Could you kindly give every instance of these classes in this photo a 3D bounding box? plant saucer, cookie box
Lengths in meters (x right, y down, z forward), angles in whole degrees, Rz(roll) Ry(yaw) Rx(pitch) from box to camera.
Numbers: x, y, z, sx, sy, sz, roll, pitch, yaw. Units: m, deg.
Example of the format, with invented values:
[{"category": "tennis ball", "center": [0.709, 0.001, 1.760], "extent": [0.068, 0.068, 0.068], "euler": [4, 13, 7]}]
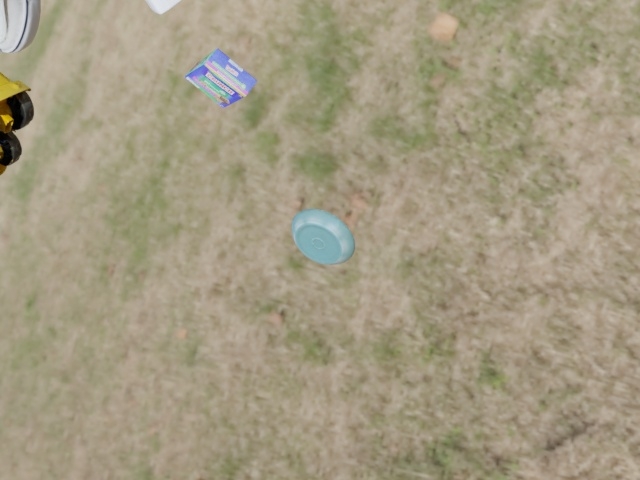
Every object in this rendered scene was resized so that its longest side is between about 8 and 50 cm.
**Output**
[{"category": "plant saucer", "center": [0.000, 0.000, 1.694], "extent": [0.119, 0.119, 0.021], "euler": [-47, 8, 46]}, {"category": "cookie box", "center": [-0.175, -0.282, 1.739], "extent": [0.040, 0.092, 0.107], "euler": [-59, 21, -19]}]

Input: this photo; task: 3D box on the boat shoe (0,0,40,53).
[{"category": "boat shoe", "center": [-0.540, -0.441, 1.563], "extent": [0.156, 0.136, 0.367], "euler": [-44, -25, -42]}]

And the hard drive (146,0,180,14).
[{"category": "hard drive", "center": [-0.211, -0.502, 1.263], "extent": [0.233, 0.353, 0.047], "euler": [-40, 34, -11]}]

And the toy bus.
[{"category": "toy bus", "center": [-0.610, -0.211, 1.658], "extent": [0.149, 0.211, 0.220], "euler": [-42, -12, -46]}]
